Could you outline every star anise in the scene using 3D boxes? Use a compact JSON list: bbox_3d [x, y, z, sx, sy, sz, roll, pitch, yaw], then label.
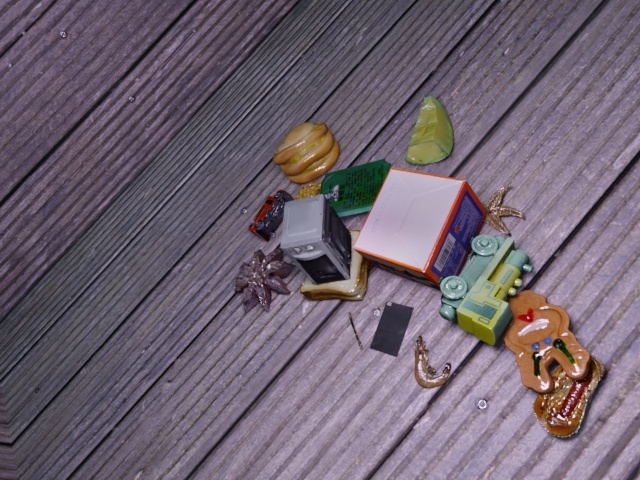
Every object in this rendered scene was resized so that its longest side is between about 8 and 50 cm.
[{"bbox_3d":[-0.256,0.163,2.033,0.332,0.117,0.331,-13,60,23],"label":"star anise"}]

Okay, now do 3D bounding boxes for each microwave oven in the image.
[{"bbox_3d":[0.000,0.000,1.724,0.181,0.295,0.237,-11,55,21],"label":"microwave oven"}]

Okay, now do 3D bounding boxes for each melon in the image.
[{"bbox_3d":[0.476,-0.478,1.980,0.196,0.124,0.323,-3,54,30],"label":"melon"}]

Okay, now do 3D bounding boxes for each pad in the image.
[{"bbox_3d":[0.260,0.320,1.676,0.116,0.004,0.193,9,67,36],"label":"pad"}]

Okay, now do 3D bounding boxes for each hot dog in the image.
[{"bbox_3d":[0.697,0.427,1.285,0.131,0.069,0.252,30,78,42],"label":"hot dog"}]

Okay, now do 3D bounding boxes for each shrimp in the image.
[{"bbox_3d":[0.372,0.401,1.534,0.124,0.034,0.178,-9,59,25],"label":"shrimp"}]

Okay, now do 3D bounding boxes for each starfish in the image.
[{"bbox_3d":[0.631,-0.104,1.686,0.227,0.043,0.240,37,91,39],"label":"starfish"}]

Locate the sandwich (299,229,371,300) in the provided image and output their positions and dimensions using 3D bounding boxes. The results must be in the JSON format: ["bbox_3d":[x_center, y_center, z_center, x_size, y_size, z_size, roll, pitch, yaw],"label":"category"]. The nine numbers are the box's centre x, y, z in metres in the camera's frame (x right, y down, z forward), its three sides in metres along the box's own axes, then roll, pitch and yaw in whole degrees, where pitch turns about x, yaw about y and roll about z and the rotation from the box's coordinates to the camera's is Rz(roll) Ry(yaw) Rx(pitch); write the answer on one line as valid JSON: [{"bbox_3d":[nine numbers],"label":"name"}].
[{"bbox_3d":[0.080,0.100,1.874,0.271,0.099,0.301,1,59,28],"label":"sandwich"}]

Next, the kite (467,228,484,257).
[{"bbox_3d":[0.526,-0.007,1.717,0.198,0.006,0.244,13,69,38],"label":"kite"}]

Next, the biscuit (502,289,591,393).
[{"bbox_3d":[0.651,0.284,1.369,0.202,0.047,0.334,-31,35,23],"label":"biscuit"}]

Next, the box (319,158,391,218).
[{"bbox_3d":[0.162,-0.197,2.007,0.337,0.106,0.264,-10,56,28],"label":"box"}]

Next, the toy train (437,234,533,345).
[{"bbox_3d":[0.548,0.134,1.493,0.237,0.150,0.369,26,65,38],"label":"toy train"}]

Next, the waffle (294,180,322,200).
[{"bbox_3d":[-0.036,-0.195,2.155,0.197,0.070,0.193,-33,48,11],"label":"waffle"}]

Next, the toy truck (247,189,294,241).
[{"bbox_3d":[-0.238,-0.127,2.214,0.114,0.107,0.252,20,75,48],"label":"toy truck"}]

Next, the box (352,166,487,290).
[{"bbox_3d":[0.362,-0.037,1.654,0.319,0.257,0.348,17,78,43],"label":"box"}]

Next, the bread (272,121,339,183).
[{"bbox_3d":[-0.061,-0.418,2.198,0.316,0.270,0.211,-35,63,1],"label":"bread"}]

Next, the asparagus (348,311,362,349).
[{"bbox_3d":[0.131,0.341,1.740,0.016,0.013,0.166,-37,47,21],"label":"asparagus"}]
